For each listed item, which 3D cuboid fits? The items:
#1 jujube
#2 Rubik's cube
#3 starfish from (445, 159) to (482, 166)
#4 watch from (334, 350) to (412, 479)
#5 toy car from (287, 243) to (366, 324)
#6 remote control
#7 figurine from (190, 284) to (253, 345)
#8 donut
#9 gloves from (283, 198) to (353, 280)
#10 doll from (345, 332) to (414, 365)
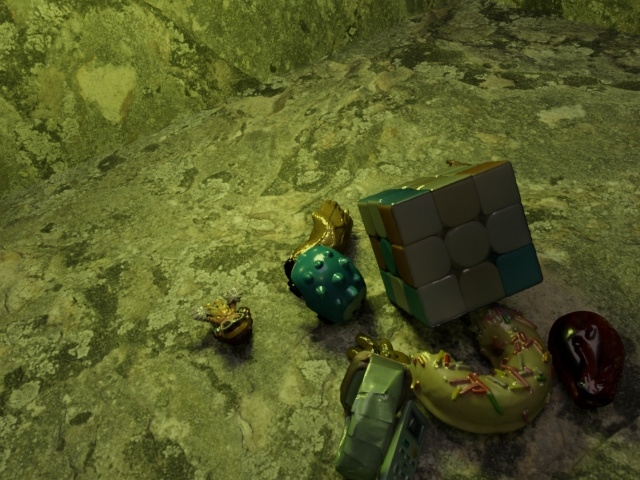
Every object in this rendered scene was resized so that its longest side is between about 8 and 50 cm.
[{"bbox_3d":[0.657,0.292,1.162,0.168,0.168,0.236,1,51,15],"label":"jujube"},{"bbox_3d":[0.344,-0.006,1.327,0.346,0.347,0.344,-19,10,-8],"label":"Rubik's cube"},{"bbox_3d":[0.592,-0.238,1.799,0.302,0.060,0.299,-3,42,10],"label":"starfish"},{"bbox_3d":[0.107,0.420,1.098,0.161,0.253,0.241,18,30,7],"label":"watch"},{"bbox_3d":[0.037,0.132,1.402,0.188,0.255,0.190,-49,20,-18],"label":"toy car"},{"bbox_3d":[0.177,0.523,1.086,0.051,0.103,0.293,-10,36,43],"label":"remote control"},{"bbox_3d":[-0.300,0.241,1.481,0.174,0.116,0.240,-32,40,-21],"label":"figurine"},{"bbox_3d":[0.417,0.316,1.180,0.371,0.150,0.307,-32,50,-27],"label":"donut"},{"bbox_3d":[0.009,0.013,1.605,0.155,0.203,0.356,27,58,8],"label":"gloves"},{"bbox_3d":[0.159,0.326,1.296,0.209,0.097,0.137,20,58,38],"label":"doll"}]
